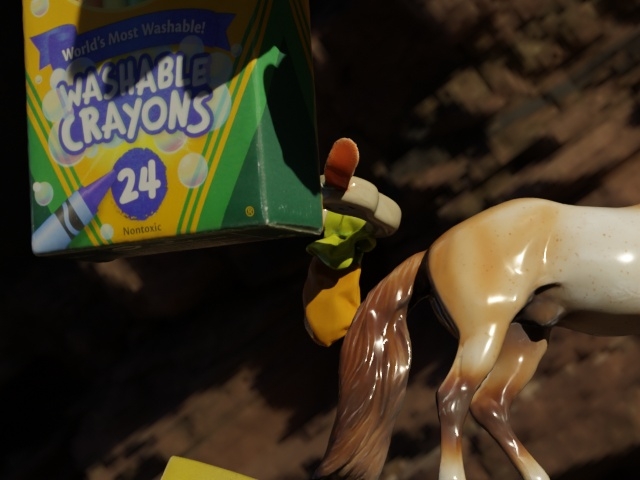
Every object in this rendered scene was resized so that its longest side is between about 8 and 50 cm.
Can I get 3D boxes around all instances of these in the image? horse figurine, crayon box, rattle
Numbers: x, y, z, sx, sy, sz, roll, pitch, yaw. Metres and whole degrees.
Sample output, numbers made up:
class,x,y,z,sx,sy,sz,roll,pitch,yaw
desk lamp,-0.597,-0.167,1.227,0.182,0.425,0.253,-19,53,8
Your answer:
class,x,y,z,sx,sy,sz,roll,pitch,yaw
horse figurine,0.121,0.037,0.748,0.263,0.174,0.066,-7,-29,-5
crayon box,-0.113,-0.155,1.259,0.203,0.323,0.083,-7,-8,30
rattle,0.000,0.000,1.559,0.143,0.130,0.200,-61,0,-10

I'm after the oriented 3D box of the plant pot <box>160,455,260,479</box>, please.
class,x,y,z,sx,sy,sz,roll,pitch,yaw
plant pot,-0.036,0.301,1.226,0.187,0.212,0.212,6,23,6
